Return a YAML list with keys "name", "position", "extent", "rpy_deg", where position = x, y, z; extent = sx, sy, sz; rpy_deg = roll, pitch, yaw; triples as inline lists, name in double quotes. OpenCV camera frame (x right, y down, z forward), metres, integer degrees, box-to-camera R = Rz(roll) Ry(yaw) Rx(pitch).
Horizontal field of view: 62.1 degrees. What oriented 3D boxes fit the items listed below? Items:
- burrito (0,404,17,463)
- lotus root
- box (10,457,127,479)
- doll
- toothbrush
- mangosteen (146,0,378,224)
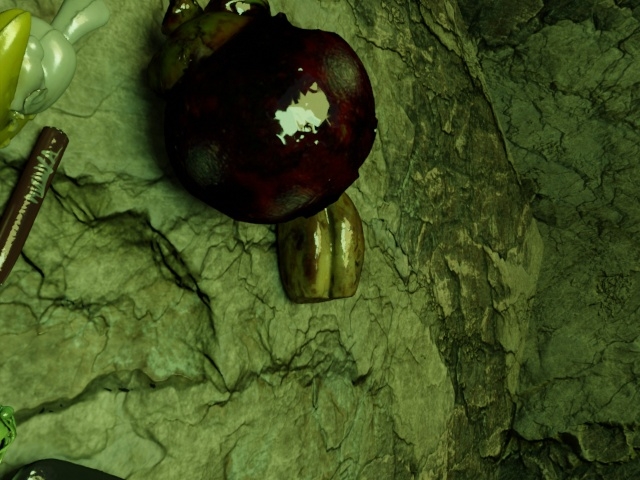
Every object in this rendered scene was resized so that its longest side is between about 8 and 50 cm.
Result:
- name: "burrito"
  position: [-0.443, 0.347, 0.651]
  extent: [0.104, 0.054, 0.287]
  rpy_deg: [39, 56, -44]
- name: "lotus root"
  position: [0.005, 0.000, 1.179]
  extent: [0.193, 0.193, 0.290]
  rpy_deg: [-6, 91, -53]
- name: "box"
  position: [-0.346, 0.404, 0.705]
  extent: [0.212, 0.042, 0.201]
  rpy_deg: [49, 41, -42]
- name: "doll"
  position: [-0.384, -0.211, 0.667]
  extent: [0.111, 0.252, 0.237]
  rpy_deg: [39, 15, -12]
- name: "toothbrush"
  position: [-0.427, 0.002, 0.728]
  extent: [0.041, 0.041, 0.363]
  rpy_deg: [34, 60, -45]
- name: "mangosteen"
  position: [-0.111, -0.220, 0.935]
  extent: [0.381, 0.421, 0.381]
  rpy_deg: [-45, 159, -23]
